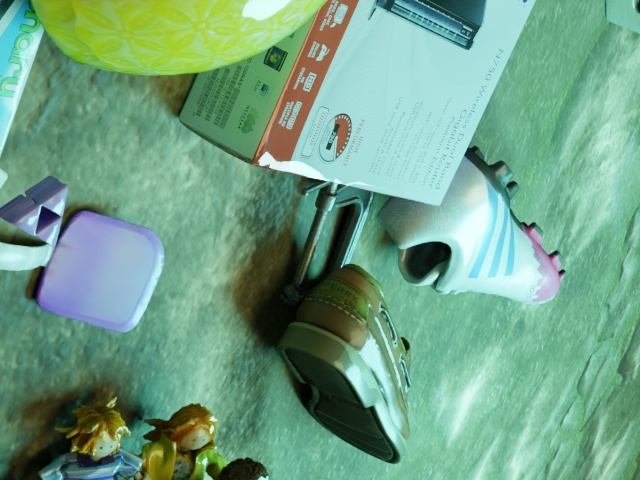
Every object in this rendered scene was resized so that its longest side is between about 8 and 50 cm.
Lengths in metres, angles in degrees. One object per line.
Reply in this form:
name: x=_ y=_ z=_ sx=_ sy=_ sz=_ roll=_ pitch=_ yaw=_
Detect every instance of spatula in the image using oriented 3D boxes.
spatula: x=-0.210 y=0.008 z=0.840 sx=0.296 sy=0.030 sz=0.084 roll=17 pitch=100 yaw=-58

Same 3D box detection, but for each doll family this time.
doll family: x=-0.163 y=0.205 z=1.025 sx=0.263 sy=0.118 sz=0.163 roll=-2 pitch=125 yaw=-35

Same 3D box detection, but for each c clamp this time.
c clamp: x=0.000 y=0.000 z=1.147 sx=0.137 sy=0.022 sz=0.161 roll=-29 pitch=143 yaw=-51

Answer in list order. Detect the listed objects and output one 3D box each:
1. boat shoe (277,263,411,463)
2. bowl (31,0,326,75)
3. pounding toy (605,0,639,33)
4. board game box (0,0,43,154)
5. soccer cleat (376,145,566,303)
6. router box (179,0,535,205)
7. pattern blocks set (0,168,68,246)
boat shoe: x=0.048 y=0.128 z=1.237 sx=0.104 sy=0.110 sz=0.307 roll=-61 pitch=160 yaw=-20
bowl: x=-0.029 y=-0.215 z=0.708 sx=0.289 sy=0.156 sz=0.289 roll=19 pitch=90 yaw=-78
pounding toy: x=0.376 y=-0.300 z=1.371 sx=0.130 sy=0.100 sz=0.141 roll=-48 pitch=147 yaw=-21
board game box: x=-0.220 y=-0.159 z=0.662 sx=0.193 sy=0.053 sz=0.305 roll=4 pitch=112 yaw=-56
soccer cleat: x=0.152 y=0.005 z=1.314 sx=0.143 sy=0.116 sz=0.331 roll=-42 pitch=146 yaw=1
router box: x=0.068 y=-0.208 z=1.014 sx=0.301 sy=0.082 sz=0.335 roll=8 pitch=109 yaw=-57
pattern blocks set: x=-0.258 y=-0.012 z=0.654 sx=0.325 sy=0.026 sz=0.285 roll=15 pitch=104 yaw=-56
